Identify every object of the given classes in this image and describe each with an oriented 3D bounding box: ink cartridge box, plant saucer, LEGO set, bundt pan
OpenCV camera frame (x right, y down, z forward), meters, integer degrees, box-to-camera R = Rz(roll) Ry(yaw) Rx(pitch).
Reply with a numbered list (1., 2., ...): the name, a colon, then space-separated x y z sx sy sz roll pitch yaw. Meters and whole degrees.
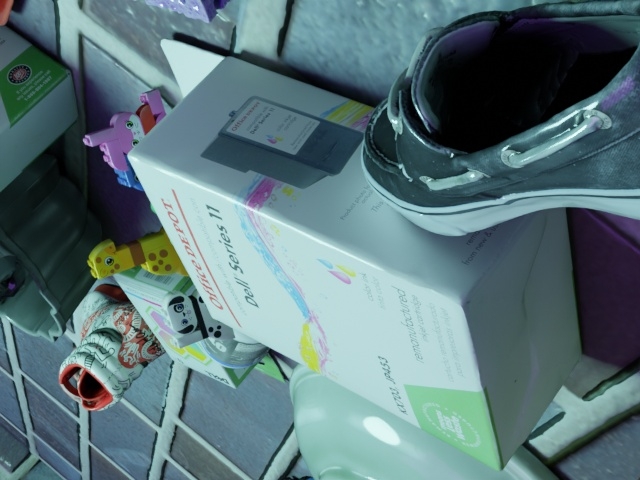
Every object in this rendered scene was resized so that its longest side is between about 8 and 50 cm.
1. ink cartridge box: 0.000 0.000 0.812 0.353 0.119 0.207 24 151 33
2. ink cartridge box: -0.358 -0.145 1.051 0.208 0.153 0.087 36 156 13
3. plant saucer: 0.107 0.282 1.141 0.400 0.100 0.400 32 153 19
4. LEGO set: -0.161 -0.009 0.984 0.087 0.093 0.227 18 127 67
5. ink cartridge box: -0.129 0.094 1.215 0.109 0.062 0.209 17 146 41
6. bundt pan: -0.376 -0.042 1.276 0.331 0.124 0.331 32 153 18

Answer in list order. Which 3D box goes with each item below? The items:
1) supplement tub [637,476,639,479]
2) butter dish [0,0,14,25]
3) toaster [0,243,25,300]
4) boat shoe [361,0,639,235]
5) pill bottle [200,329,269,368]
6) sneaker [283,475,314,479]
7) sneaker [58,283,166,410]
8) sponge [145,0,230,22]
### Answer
1. supplement tub: 0.240 0.162 0.648 0.117 0.190 0.117 33 153 19
2. butter dish: -0.339 -0.235 0.918 0.160 0.118 0.160 45 155 -6
3. toaster: -0.373 0.027 1.048 0.146 0.129 0.227 40 171 -4
4. boat shoe: 0.083 -0.064 0.545 0.102 0.108 0.301 27 174 -24
5. pill bottle: -0.071 0.069 1.074 0.078 0.078 0.137 40 155 4
6. sneaker: -0.035 0.352 1.490 0.078 0.067 0.188 31 157 7
7. sneaker: -0.276 0.133 1.389 0.090 0.145 0.270 50 154 -17
8. sponge: -0.134 -0.242 0.718 0.117 0.031 0.210 24 150 33
